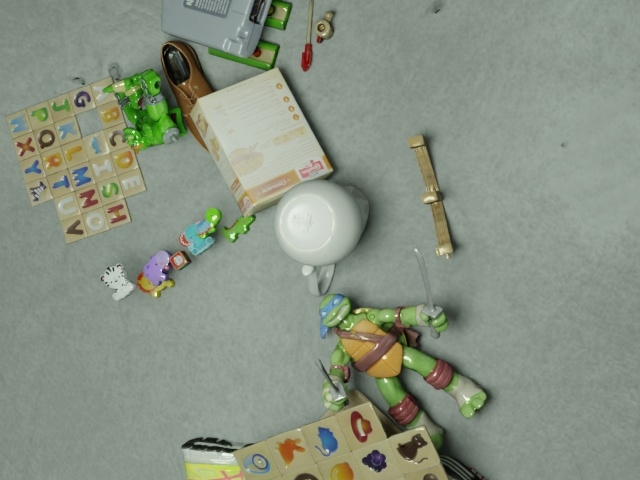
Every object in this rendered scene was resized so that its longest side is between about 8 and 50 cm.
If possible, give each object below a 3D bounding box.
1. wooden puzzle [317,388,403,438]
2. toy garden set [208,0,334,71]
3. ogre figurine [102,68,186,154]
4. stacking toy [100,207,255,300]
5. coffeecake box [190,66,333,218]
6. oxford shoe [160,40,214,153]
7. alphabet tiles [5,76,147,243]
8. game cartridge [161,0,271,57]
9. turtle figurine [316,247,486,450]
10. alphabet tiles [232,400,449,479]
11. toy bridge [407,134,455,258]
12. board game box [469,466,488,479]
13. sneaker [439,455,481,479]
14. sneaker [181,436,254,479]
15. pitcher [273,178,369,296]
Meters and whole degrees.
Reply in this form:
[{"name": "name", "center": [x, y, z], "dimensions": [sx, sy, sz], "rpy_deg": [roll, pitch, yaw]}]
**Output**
[{"name": "wooden puzzle", "center": [0.045, 0.378, 1.781], "dimensions": [0.221, 0.044, 0.238], "rpy_deg": [44, 73, 3]}, {"name": "toy garden set", "center": [-0.050, -0.383, 1.850], "dimensions": [0.204, 0.049, 0.244], "rpy_deg": [18, 93, 13]}, {"name": "ogre figurine", "center": [-0.267, -0.201, 1.845], "dimensions": [0.197, 0.097, 0.118], "rpy_deg": [-10, 108, 49]}, {"name": "stacking toy", "center": [-0.216, 0.016, 1.822], "dimensions": [0.221, 0.167, 0.052], "rpy_deg": [-35, 82, 11]}, {"name": "coffeecake box", "center": [-0.090, -0.149, 1.815], "dimensions": [0.142, 0.068, 0.185], "rpy_deg": [-25, 82, -22]}, {"name": "oxford shoe", "center": [-0.196, -0.218, 1.869], "dimensions": [0.076, 0.076, 0.212], "rpy_deg": [-32, 84, 9]}, {"name": "alphabet tiles", "center": [-0.395, -0.124, 1.946], "dimensions": [0.198, 0.009, 0.237], "rpy_deg": [-19, 85, 12]}, {"name": "game cartridge", "center": [-0.143, -0.443, 1.836], "dimensions": [0.196, 0.060, 0.294], "rpy_deg": [23, 98, 31]}, {"name": "turtle figurine", "center": [0.108, 0.188, 1.712], "dimensions": [0.266, 0.275, 0.198], "rpy_deg": [43, 63, -11]}, {"name": "alphabet tiles", "center": [0.030, 0.391, 1.697], "dimensions": [0.343, 0.011, 0.285], "rpy_deg": [-23, 95, 20]}, {"name": "toy bridge", "center": [0.168, -0.064, 1.788], "dimensions": [0.026, 0.063, 0.188], "rpy_deg": [-15, 87, 12]}, {"name": "board game box", "center": [0.225, 0.461, 1.777], "dimensions": [0.147, 0.045, 0.193], "rpy_deg": [36, 96, 11]}, {"name": "sneaker", "center": [0.230, 0.453, 1.710], "dimensions": [0.281, 0.106, 0.162], "rpy_deg": [40, 102, 20]}, {"name": "sneaker", "center": [-0.115, 0.366, 1.846], "dimensions": [0.209, 0.081, 0.094], "rpy_deg": [6, 99, 18]}, {"name": "pitcher", "center": [0.000, 0.000, 1.754], "dimensions": [0.125, 0.207, 0.177], "rpy_deg": [13, 93, 13]}]
